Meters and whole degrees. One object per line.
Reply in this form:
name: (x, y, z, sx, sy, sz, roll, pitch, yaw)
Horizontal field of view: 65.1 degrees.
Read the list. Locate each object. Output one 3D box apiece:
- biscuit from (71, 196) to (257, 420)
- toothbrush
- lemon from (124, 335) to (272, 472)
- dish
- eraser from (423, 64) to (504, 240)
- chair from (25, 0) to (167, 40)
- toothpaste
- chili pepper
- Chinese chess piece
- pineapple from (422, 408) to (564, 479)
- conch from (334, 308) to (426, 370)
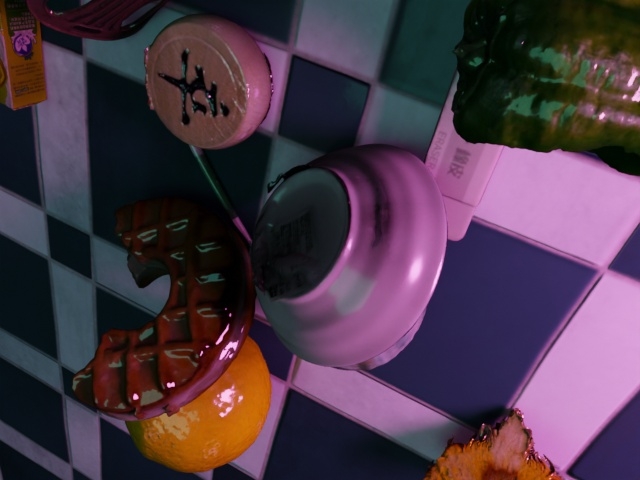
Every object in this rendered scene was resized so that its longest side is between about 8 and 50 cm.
biscuit: (-0.238, 0.094, 0.804, 0.268, 0.367, 0.115, -9, 154, 12)
toothbrush: (-0.157, -0.056, 0.859, 0.024, 0.018, 0.257, -14, 111, 38)
lemon: (-0.224, 0.284, 0.928, 0.292, 0.293, 0.293, 12, 121, 20)
dish: (0.000, 0.000, 0.643, 0.316, 0.317, 0.106, -17, 153, 37)
eraser: (0.194, -0.162, 0.599, 0.089, 0.061, 0.352, 22, 125, 14)
chair: (-0.227, -0.377, 0.617, 0.326, 0.175, 0.183, 4, 99, 38)
toothpaste: (-0.533, -0.391, 0.823, 0.110, 0.077, 0.328, 22, 125, 11)
chili pepper: (0.307, -0.146, 0.445, 0.384, 0.213, 0.168, 11, 120, -5)
Chinese chess piece: (-0.164, -0.227, 0.728, 0.188, 0.083, 0.189, 11, 119, 21)
pineapple: (0.308, 0.368, 0.829, 0.249, 0.164, 0.139, -10, 151, 35)
conch: (0.047, 0.084, 0.750, 0.277, 0.195, 0.221, 127, 131, -59)
